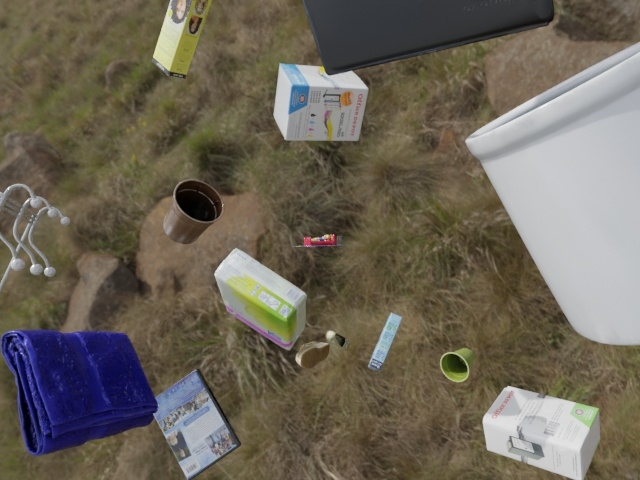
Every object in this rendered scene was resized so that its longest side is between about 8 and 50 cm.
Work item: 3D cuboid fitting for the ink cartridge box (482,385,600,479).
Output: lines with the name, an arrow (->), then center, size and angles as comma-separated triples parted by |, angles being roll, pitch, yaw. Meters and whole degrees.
ink cartridge box -> 0.652, 0.558, 1.459 | 0.272, 0.115, 0.198 | 3, 21, 43

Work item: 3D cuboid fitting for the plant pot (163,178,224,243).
plant pot -> -0.422, -0.081, 1.593 | 0.165, 0.166, 0.167 | -44, 34, 40

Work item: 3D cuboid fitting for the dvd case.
dvd case -> -0.364, 0.527, 1.420 | 0.180, 0.022, 0.253 | -34, 76, 1

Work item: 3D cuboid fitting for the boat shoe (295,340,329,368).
boat shoe -> -0.033, 0.324, 1.410 | 0.059, 0.170, 0.063 | 11, 91, 26

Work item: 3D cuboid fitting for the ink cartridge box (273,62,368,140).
ink cartridge box -> -0.003, -0.407, 1.467 | 0.232, 0.171, 0.168 | -3, 39, -18

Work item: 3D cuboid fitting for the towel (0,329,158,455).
towel -> -0.453, 0.277, 0.973 | 0.076, 0.308, 0.228 | -29, 72, 9

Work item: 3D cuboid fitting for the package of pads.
package of pads -> -0.153, 0.159, 1.295 | 0.229, 0.297, 0.101 | 32, 66, 12

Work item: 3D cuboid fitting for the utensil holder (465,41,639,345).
utensil holder -> 0.473, -0.076, 0.800 | 0.327, 0.386, 0.327 | -29, 6, 3

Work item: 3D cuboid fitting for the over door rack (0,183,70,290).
over door rack -> -0.591, 0.068, 0.908 | 0.325, 0.108, 0.239 | -59, 10, -14

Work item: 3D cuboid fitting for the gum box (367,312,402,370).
gum box -> 0.212, 0.341, 1.637 | 0.041, 0.157, 0.185 | 23, 77, 9

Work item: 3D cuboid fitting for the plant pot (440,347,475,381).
plant pot -> 0.382, 0.330, 1.345 | 0.083, 0.084, 0.079 | 6, 16, 41

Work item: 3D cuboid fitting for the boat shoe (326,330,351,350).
boat shoe -> 0.084, 0.417, 2.041 | 0.048, 0.153, 0.056 | -4, 53, 43

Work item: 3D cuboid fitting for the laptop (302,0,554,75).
laptop -> 0.145, -0.525, 0.748 | 0.381, 0.236, 0.409 | 1, 69, 36

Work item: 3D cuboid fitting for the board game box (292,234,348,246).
board game box -> 0.000, 0.000, 1.401 | 0.133, 0.168, 0.033 | -2, 89, 22

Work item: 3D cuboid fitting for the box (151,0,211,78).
box -> -0.349, -0.537, 1.245 | 0.087, 0.058, 0.232 | 41, 119, 27
